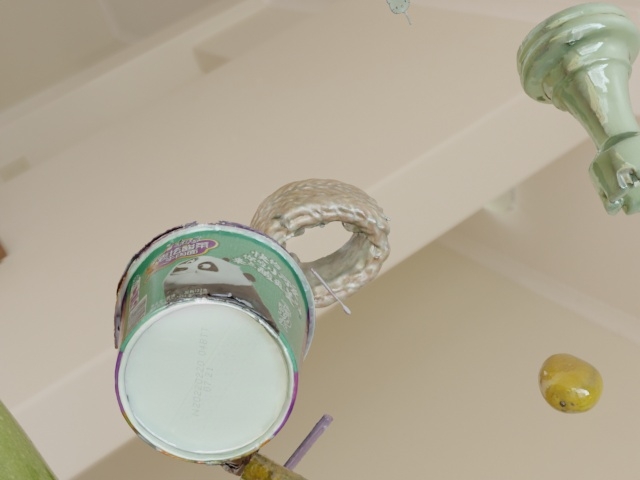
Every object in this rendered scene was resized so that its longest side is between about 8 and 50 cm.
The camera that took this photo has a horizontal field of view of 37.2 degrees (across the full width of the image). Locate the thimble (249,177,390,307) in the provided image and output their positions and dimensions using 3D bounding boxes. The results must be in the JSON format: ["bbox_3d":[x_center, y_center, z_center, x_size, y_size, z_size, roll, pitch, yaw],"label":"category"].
[{"bbox_3d":[-0.004,0.005,1.601,0.148,0.229,0.196,-112,-157,-67],"label":"thimble"}]

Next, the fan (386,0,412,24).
[{"bbox_3d":[0.169,-0.485,1.977,0.004,0.056,0.083,6,-48,58],"label":"fan"}]

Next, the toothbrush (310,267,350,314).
[{"bbox_3d":[0.016,0.082,1.526,0.097,0.006,0.008,50,-34,10],"label":"toothbrush"}]

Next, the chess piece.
[{"bbox_3d":[0.432,-0.192,1.438,0.194,0.194,0.299,93,-18,-62],"label":"chess piece"}]

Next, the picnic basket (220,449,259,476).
[{"bbox_3d":[-0.177,0.246,1.549,0.129,0.223,0.297,20,-7,-19],"label":"picnic basket"}]

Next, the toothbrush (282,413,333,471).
[{"bbox_3d":[-0.087,0.430,1.601,0.029,0.354,0.024,45,15,33],"label":"toothbrush"}]

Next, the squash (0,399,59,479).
[{"bbox_3d":[-0.453,0.376,1.220,0.384,0.263,0.263,46,-21,22],"label":"squash"}]

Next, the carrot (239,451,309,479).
[{"bbox_3d":[-0.028,0.342,1.197,0.173,0.082,0.082,30,-24,10],"label":"carrot"}]

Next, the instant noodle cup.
[{"bbox_3d":[-0.125,0.121,1.081,0.190,0.251,0.251,-100,164,-73],"label":"instant noodle cup"}]

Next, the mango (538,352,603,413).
[{"bbox_3d":[0.565,0.320,2.158,0.195,0.137,0.098,-87,155,-69],"label":"mango"}]
